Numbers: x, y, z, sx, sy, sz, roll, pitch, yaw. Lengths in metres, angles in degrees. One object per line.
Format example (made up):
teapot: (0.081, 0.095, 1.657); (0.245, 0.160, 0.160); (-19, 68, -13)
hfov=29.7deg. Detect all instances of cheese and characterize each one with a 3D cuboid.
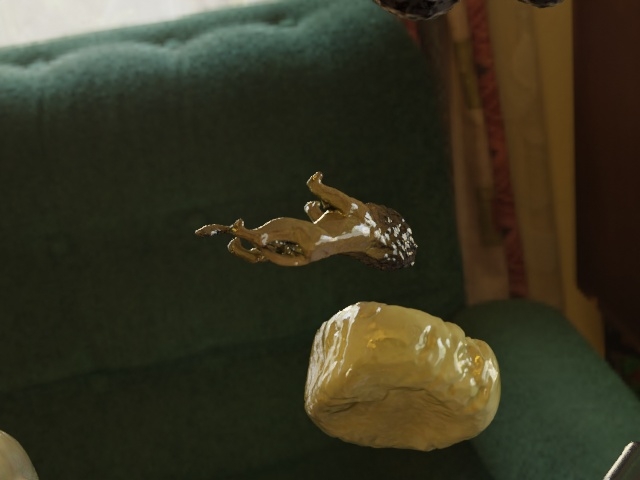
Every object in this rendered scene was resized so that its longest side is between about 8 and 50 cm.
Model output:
cheese: (0.093, 0.158, 1.341); (0.214, 0.226, 0.117); (18, 61, -13)

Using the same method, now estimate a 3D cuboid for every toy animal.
toy animal: (-0.009, -0.014, 1.022); (0.220, 0.069, 0.086); (-2, 54, -32)

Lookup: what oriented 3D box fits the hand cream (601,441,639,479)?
hand cream: (0.191, 0.270, 0.864); (0.120, 0.061, 0.270); (39, 65, 6)

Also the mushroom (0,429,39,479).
mushroom: (-0.296, 0.312, 1.164); (0.336, 0.314, 0.314); (-10, 24, 2)

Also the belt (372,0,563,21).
belt: (0.016, -0.261, 0.559); (0.126, 0.094, 0.359); (-21, 67, -18)
